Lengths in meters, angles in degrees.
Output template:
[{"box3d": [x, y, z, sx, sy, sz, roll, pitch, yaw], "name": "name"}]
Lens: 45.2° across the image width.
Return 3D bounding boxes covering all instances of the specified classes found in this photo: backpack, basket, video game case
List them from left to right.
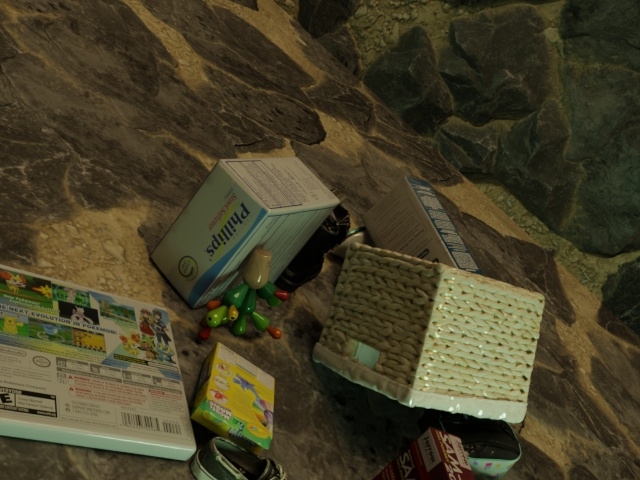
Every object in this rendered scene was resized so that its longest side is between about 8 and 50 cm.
[{"box3d": [-0.359, 0.181, 1.165, 0.329, 0.036, 0.300, 20, 31, -36], "name": "video game case"}, {"box3d": [0.224, 0.181, 1.551, 0.331, 0.266, 0.328, 17, -1, -34], "name": "basket"}, {"box3d": [0.303, 0.417, 1.570, 0.189, 0.144, 0.165, 5, 33, -23], "name": "backpack"}]

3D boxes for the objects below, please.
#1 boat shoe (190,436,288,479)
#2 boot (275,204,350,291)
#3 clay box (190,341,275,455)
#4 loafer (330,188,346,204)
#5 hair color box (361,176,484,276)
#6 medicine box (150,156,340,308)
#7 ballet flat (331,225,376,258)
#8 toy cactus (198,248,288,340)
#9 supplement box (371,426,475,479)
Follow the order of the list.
[{"box3d": [-0.090, 0.374, 1.178, 0.219, 0.070, 0.077, 33, 25, -16], "name": "boat shoe"}, {"box3d": [0.000, 0.000, 1.779, 0.094, 0.207, 0.246, 41, 24, 2], "name": "boot"}, {"box3d": [-0.141, 0.265, 1.269, 0.127, 0.053, 0.222, 35, 15, -12], "name": "clay box"}, {"box3d": [-0.006, -0.100, 2.077, 0.087, 0.094, 0.251, 45, 24, 1], "name": "loafer"}, {"box3d": [0.253, 0.034, 1.867, 0.105, 0.174, 0.347, 8, 48, -45], "name": "hair color box"}, {"box3d": [-0.145, -0.024, 1.541, 0.149, 0.263, 0.289, 47, 25, 16], "name": "medicine box"}, {"box3d": [0.164, 0.017, 2.105, 0.139, 0.139, 0.400, 46, 23, 12], "name": "ballet flat"}, {"box3d": [-0.129, 0.106, 1.445, 0.112, 0.180, 0.219, 34, 25, 35], "name": "toy cactus"}, {"box3d": [0.139, 0.423, 1.220, 0.073, 0.239, 0.130, 26, 28, -29], "name": "supplement box"}]
